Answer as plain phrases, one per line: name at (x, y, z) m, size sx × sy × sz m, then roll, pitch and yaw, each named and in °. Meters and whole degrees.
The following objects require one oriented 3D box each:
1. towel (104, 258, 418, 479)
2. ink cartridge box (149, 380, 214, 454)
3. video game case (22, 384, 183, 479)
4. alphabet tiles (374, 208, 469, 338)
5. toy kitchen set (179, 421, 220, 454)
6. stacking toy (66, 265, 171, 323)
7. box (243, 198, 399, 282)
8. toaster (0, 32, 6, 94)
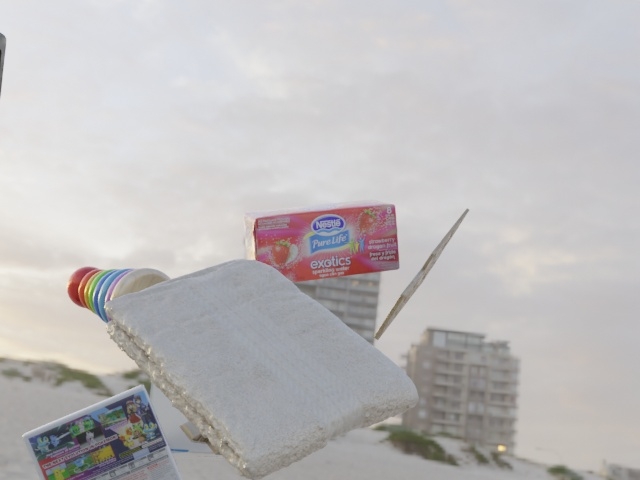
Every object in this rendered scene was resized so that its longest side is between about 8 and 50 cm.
towel at (-0.067, 0.110, 0.874) m, size 0.187 × 0.049 × 0.282 m, roll -18°, pitch 36°, yaw -32°
ink cartridge box at (-0.285, 0.382, 1.988) m, size 0.171 × 0.168 × 0.233 m, roll 5°, pitch -18°, yaw -8°
video game case at (-0.339, 0.350, 1.449) m, size 0.201 × 0.184 × 0.023 m, roll -22°, pitch 3°, yaw -6°
alphabet tiles at (0.167, 0.067, 1.574) m, size 0.009 × 0.237 × 0.198 m, roll 35°, pitch -48°, yaw 8°
toy kitchen set at (-0.145, 0.237, 1.251) m, size 0.083 × 0.075 × 0.068 m, roll 45°, pitch 6°, yaw 26°
stacking toy at (-0.418, 0.113, 1.842) m, size 0.141 × 0.141 × 0.330 m, roll 20°, pitch -9°, yaw -37°
box at (0.000, 0.000, 1.635) m, size 0.256 × 0.123 × 0.128 m, roll -6°, pitch 8°, yaw -13°
toaster at (-0.568, -0.256, 1.371) m, size 0.110 × 0.168 × 0.186 m, roll 32°, pitch -50°, yaw 10°
